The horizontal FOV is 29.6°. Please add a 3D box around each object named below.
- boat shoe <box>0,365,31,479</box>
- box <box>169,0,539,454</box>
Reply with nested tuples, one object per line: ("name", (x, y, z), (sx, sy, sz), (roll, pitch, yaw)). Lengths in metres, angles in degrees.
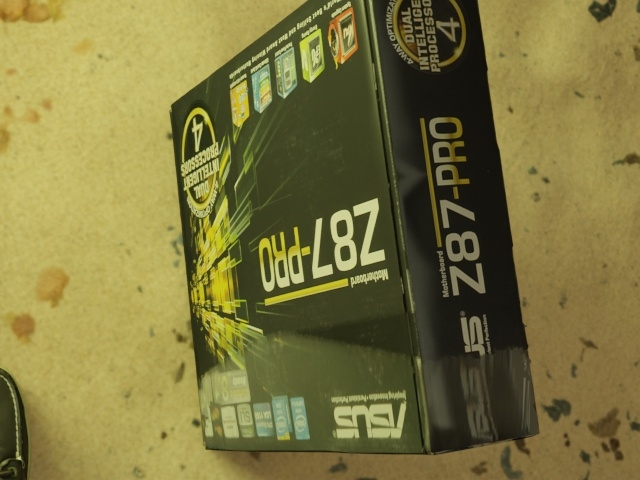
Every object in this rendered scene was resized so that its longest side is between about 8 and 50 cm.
("boat shoe", (-0.266, 0.207, 0.956), (0.080, 0.073, 0.223), (9, 79, -23))
("box", (0.000, 0.000, 0.933), (0.097, 0.395, 0.318), (-6, 85, -27))
